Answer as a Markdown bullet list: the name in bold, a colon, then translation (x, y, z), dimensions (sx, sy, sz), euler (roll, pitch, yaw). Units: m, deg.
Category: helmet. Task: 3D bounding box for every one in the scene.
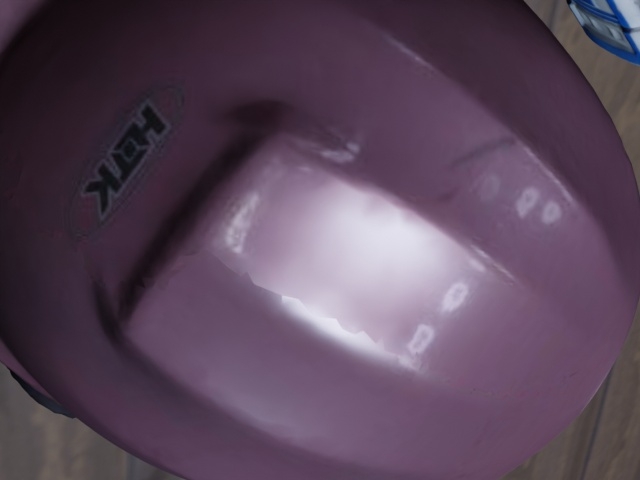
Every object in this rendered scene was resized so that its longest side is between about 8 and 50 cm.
- **helmet**: translation (0.000, 0.000, 0.640), dimensions (0.271, 0.197, 0.338), euler (-50, 141, 11)

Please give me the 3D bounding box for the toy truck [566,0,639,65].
- **toy truck**: translation (0.192, -0.183, 0.691), dimensions (0.213, 0.161, 0.177), euler (-42, 121, -1)
